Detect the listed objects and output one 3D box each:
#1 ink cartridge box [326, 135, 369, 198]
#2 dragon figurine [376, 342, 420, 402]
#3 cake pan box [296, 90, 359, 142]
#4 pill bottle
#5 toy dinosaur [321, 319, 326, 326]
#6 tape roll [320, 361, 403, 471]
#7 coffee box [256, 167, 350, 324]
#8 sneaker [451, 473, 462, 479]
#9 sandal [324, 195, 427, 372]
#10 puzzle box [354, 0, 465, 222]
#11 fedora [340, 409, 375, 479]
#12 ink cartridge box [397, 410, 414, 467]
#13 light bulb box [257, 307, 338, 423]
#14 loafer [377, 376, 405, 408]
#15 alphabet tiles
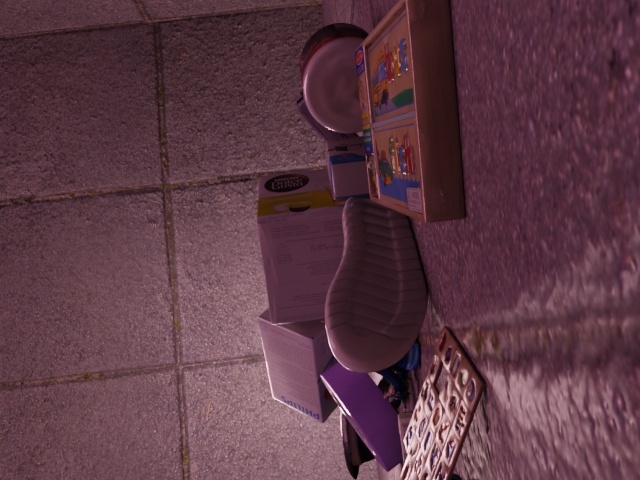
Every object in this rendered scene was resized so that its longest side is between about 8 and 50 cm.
[{"bbox_3d":[0.085,-0.155,1.249,0.191,0.139,0.082,-97,0,-67],"label":"ink cartridge box"},{"bbox_3d":[0.153,0.211,1.240,0.085,0.143,0.289,-94,17,-54],"label":"dragon figurine"},{"bbox_3d":[0.041,-0.268,1.515,0.267,0.070,0.246,46,-171,-14],"label":"cake pan box"},{"bbox_3d":[0.046,-0.346,1.253,0.319,0.176,0.177,-97,1,-64],"label":"pill bottle"},{"bbox_3d":[0.049,0.218,1.682,0.183,0.092,0.053,63,-160,-82],"label":"toy dinosaur"},{"bbox_3d":[0.112,0.413,1.474,0.275,0.090,0.275,53,169,15],"label":"tape roll"},{"bbox_3d":[0.000,0.000,1.821,0.334,0.337,0.338,-96,0,-61],"label":"coffee box"},{"bbox_3d":[0.191,0.406,0.859,0.167,0.064,0.076,-100,8,-46],"label":"sneaker"},{"bbox_3d":[0.105,0.073,1.104,0.102,0.169,0.416,88,-171,-45],"label":"sandal"},{"bbox_3d":[0.116,-0.181,0.901,0.409,0.052,0.272,-125,29,-81],"label":"puzzle box"},{"bbox_3d":[0.153,0.568,1.875,0.334,0.152,0.334,-8,-90,-84],"label":"fedora"},{"bbox_3d":[0.193,0.427,1.218,0.235,0.056,0.171,50,-147,-72],"label":"ink cartridge box"},{"bbox_3d":[0.010,0.326,2.010,0.358,0.225,0.361,-39,-46,-40],"label":"light bulb box"},{"bbox_3d":[0.182,0.380,1.561,0.078,0.076,0.223,-59,-12,-16],"label":"loafer"},{"bbox_3d":[0.156,0.258,0.833,0.198,0.009,0.237,-98,24,-78],"label":"alphabet tiles"}]
